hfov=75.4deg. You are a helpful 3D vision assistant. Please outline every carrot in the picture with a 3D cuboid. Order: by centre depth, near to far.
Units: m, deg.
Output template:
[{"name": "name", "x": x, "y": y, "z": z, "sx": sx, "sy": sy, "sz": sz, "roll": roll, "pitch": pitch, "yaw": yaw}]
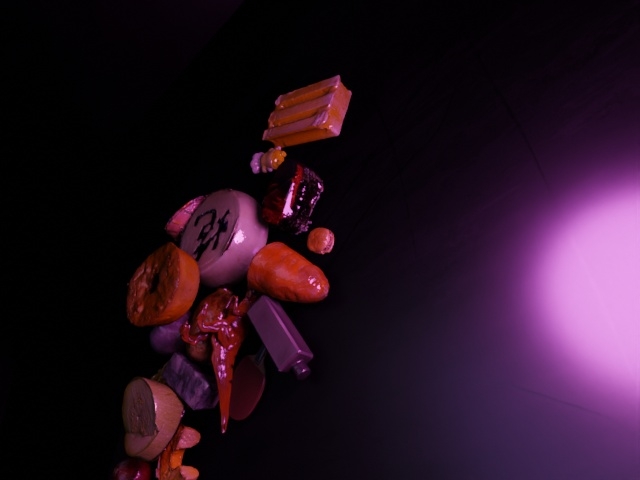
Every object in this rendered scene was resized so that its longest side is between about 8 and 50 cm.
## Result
[{"name": "carrot", "x": -0.069, "y": 0.107, "z": 1.132, "sx": 0.225, "sy": 0.159, "sz": 0.159, "roll": 21, "pitch": 82, "yaw": 33}]

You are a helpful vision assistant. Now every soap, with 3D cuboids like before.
[{"name": "soap", "x": -0.052, "y": -0.437, "z": 1.445, "sx": 0.315, "sy": 0.091, "sz": 0.199, "roll": 0, "pitch": 68, "yaw": 42}]

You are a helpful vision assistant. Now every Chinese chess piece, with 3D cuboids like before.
[{"name": "Chinese chess piece", "x": -0.338, "y": -0.008, "z": 1.427, "sx": 0.349, "sy": 0.146, "sz": 0.349, "roll": -22, "pitch": 54, "yaw": 34}]

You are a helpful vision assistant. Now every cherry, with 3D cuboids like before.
[{"name": "cherry", "x": -0.488, "y": 0.303, "z": 1.399, "sx": 0.176, "sy": 0.140, "sz": 0.176, "roll": -6, "pitch": 70, "yaw": 16}]

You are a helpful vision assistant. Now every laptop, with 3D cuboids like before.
[{"name": "laptop", "x": -0.664, "y": 0.738, "z": 1.405, "sx": 0.135, "sy": 0.016, "sz": 0.197, "roll": -7, "pitch": 64, "yaw": 39}]

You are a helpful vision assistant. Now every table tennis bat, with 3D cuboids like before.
[{"name": "table tennis bat", "x": -0.190, "y": 0.368, "z": 1.163, "sx": 0.154, "sy": 0.021, "sz": 0.274, "roll": 24, "pitch": 85, "yaw": 52}]

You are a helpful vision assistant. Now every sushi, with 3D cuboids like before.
[{"name": "sushi", "x": -0.087, "y": -0.135, "z": 1.286, "sx": 0.136, "sy": 0.126, "sz": 0.225, "roll": 10, "pitch": 80, "yaw": 44}]

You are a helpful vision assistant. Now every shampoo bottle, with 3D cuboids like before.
[{"name": "shampoo bottle", "x": -0.102, "y": 0.256, "z": 1.083, "sx": 0.079, "sy": 0.080, "sz": 0.246, "roll": -45, "pitch": 52, "yaw": 6}]

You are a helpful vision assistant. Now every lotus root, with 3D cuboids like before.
[{"name": "lotus root", "x": -0.328, "y": 0.255, "z": 1.282, "sx": 0.145, "sy": 0.128, "sz": 0.260, "roll": -2, "pitch": 63, "yaw": 30}]

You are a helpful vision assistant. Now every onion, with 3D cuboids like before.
[{"name": "onion", "x": -0.569, "y": 0.718, "z": 1.251, "sx": 0.131, "sy": 0.131, "sz": 0.131, "roll": -22, "pitch": 54, "yaw": 33}]

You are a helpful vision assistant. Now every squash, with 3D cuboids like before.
[{"name": "squash", "x": -0.499, "y": 0.518, "z": 1.192, "sx": 0.220, "sy": 0.133, "sz": 0.220, "roll": -26, "pitch": 45, "yaw": 30}]

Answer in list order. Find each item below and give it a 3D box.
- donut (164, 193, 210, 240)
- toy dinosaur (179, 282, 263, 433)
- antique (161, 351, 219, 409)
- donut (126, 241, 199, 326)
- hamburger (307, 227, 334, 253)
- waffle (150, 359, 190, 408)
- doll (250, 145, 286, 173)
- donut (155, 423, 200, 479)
[{"name": "donut", "x": -0.496, "y": -0.080, "z": 1.606, "sx": 0.233, "sy": 0.199, "sz": 0.085, "roll": -42, "pitch": 85, "yaw": 20}, {"name": "toy dinosaur", "x": -0.287, "y": 0.282, "z": 1.162, "sx": 0.097, "sy": 0.208, "sz": 0.432, "roll": -21, "pitch": 45, "yaw": 57}, {"name": "antique", "x": -0.372, "y": 0.419, "z": 1.228, "sx": 0.183, "sy": 0.088, "sz": 0.086, "roll": 29, "pitch": 88, "yaw": 31}, {"name": "donut", "x": -0.493, "y": 0.146, "z": 1.311, "sx": 0.278, "sy": 0.108, "sz": 0.277, "roll": -16, "pitch": 61, "yaw": 32}, {"name": "hamburger", "x": 0.000, "y": 0.000, "z": 1.180, "sx": 0.083, "sy": 0.044, "sz": 0.076, "roll": -7, "pitch": 62, "yaw": 44}, {"name": "waffle", "x": -0.498, "y": 0.515, "z": 1.345, "sx": 0.261, "sy": 0.056, "sz": 0.250, "roll": -38, "pitch": 45, "yaw": 24}, {"name": "doll", "x": -0.194, "y": -0.291, "z": 1.515, "sx": 0.162, "sy": 0.062, "sz": 0.106, "roll": 1, "pitch": 64, "yaw": 43}, {"name": "donut", "x": -0.406, "y": 0.625, "z": 1.184, "sx": 0.146, "sy": 0.078, "sz": 0.181, "roll": -33, "pitch": 54, "yaw": 28}]
